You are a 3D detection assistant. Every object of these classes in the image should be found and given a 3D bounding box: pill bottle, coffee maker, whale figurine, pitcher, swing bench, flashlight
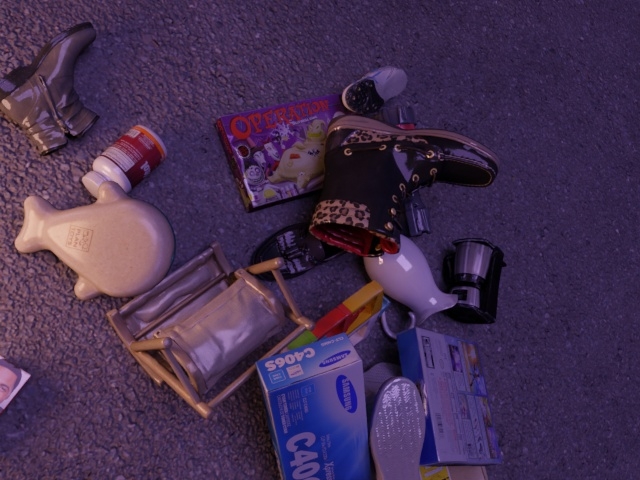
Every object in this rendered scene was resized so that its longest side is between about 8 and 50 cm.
[{"bbox_3d":[-0.370,-0.142,1.198,0.086,0.086,0.152,45,62,-10],"label":"pill bottle"},{"bbox_3d":[0.376,0.105,1.496,0.171,0.120,0.178,22,69,-21],"label":"coffee maker"},{"bbox_3d":[-0.394,-0.001,1.139,0.272,0.141,0.216,12,92,0],"label":"whale figurine"},{"bbox_3d":[0.171,0.100,1.400,0.178,0.125,0.207,-40,91,4],"label":"pitcher"},{"bbox_3d":[-0.197,0.143,1.136,0.253,0.254,0.165,-37,117,-28],"label":"swing bench"},{"bbox_3d":[0.197,-0.159,1.491,0.103,0.103,0.304,-10,86,-27],"label":"flashlight"}]

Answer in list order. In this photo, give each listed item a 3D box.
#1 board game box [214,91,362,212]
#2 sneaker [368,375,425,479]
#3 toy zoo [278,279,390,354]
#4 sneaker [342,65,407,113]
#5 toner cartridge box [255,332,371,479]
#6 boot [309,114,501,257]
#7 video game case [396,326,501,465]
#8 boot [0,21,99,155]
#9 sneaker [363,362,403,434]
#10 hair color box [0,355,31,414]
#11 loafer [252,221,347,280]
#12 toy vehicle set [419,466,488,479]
[{"bbox_3d":[-0.039,-0.204,1.407,0.346,0.056,0.208,-19,82,-29],"label":"board game box"},{"bbox_3d":[0.128,0.383,1.220,0.108,0.169,0.293,-4,98,-12],"label":"sneaker"},{"bbox_3d":[0.031,0.191,1.263,0.293,0.192,0.030,-34,63,-29],"label":"toy zoo"},{"bbox_3d":[0.116,-0.351,1.482,0.237,0.086,0.085,-34,124,-46],"label":"sneaker"},{"bbox_3d":[-0.004,0.333,1.127,0.165,0.075,0.348,-17,128,-14],"label":"toner cartridge box"},{"bbox_3d":[0.169,-0.100,1.313,0.377,0.138,0.284,15,60,2],"label":"boot"},{"bbox_3d":[0.272,0.336,1.344,0.244,0.061,0.270,19,55,-43],"label":"video game case"},{"bbox_3d":[-0.476,-0.281,1.194,0.161,0.083,0.246,47,67,-17],"label":"boot"},{"bbox_3d":[0.109,0.348,1.332,0.256,0.094,0.151,1,116,-48],"label":"sneaker"},{"bbox_3d":[-0.546,0.260,1.028,0.072,0.043,0.141,38,63,-13],"label":"hair color box"},{"bbox_3d":[0.000,0.000,1.343,0.302,0.095,0.109,-19,87,-30],"label":"loafer"},{"bbox_3d":[0.243,0.520,1.368,0.267,0.035,0.166,-10,82,-29],"label":"toy vehicle set"}]
